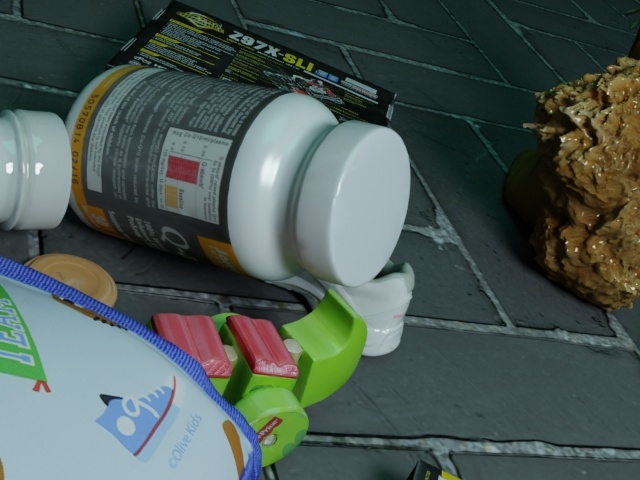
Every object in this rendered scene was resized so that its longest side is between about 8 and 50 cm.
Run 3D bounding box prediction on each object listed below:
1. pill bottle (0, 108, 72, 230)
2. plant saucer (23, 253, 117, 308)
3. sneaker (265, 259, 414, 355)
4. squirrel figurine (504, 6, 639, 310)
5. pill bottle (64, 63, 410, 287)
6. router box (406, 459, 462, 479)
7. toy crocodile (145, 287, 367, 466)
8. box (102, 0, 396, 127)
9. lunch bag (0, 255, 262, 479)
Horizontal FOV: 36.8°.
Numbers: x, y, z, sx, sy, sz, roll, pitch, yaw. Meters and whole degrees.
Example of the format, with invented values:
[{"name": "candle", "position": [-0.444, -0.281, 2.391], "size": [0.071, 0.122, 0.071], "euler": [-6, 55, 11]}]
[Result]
[{"name": "pill bottle", "position": [-0.326, -0.058, 0.767], "size": [0.229, 0.131, 0.131], "euler": [-1, 39, -35]}, {"name": "plant saucer", "position": [-0.213, 0.037, 0.814], "size": [0.083, 0.013, 0.083], "euler": [17, 31, -11]}, {"name": "sneaker", "position": [0.000, 0.000, 0.917], "size": [0.232, 0.115, 0.090], "euler": [35, 32, 17]}, {"name": "squirrel figurine", "position": [0.396, -0.129, 1.138], "size": [0.281, 0.371, 0.397], "euler": [32, 32, 12]}, {"name": "pill bottle", "position": [-0.075, -0.056, 0.829], "size": [0.278, 0.162, 0.162], "euler": [15, 24, 29]}, {"name": "router box", "position": [0.105, 0.252, 0.673], "size": [0.133, 0.046, 0.179], "euler": [25, 31, 2]}, {"name": "toy crocodile", "position": [-0.113, 0.098, 0.701], "size": [0.340, 0.105, 0.115], "euler": [0, 38, -34]}, {"name": "box", "position": [-0.077, -0.162, 1.153], "size": [0.321, 0.079, 0.257], "euler": [22, 29, -4]}, {"name": "lunch bag", "position": [-0.238, 0.148, 0.418], "size": [0.385, 0.239, 0.328], "euler": [17, 29, 1]}]
